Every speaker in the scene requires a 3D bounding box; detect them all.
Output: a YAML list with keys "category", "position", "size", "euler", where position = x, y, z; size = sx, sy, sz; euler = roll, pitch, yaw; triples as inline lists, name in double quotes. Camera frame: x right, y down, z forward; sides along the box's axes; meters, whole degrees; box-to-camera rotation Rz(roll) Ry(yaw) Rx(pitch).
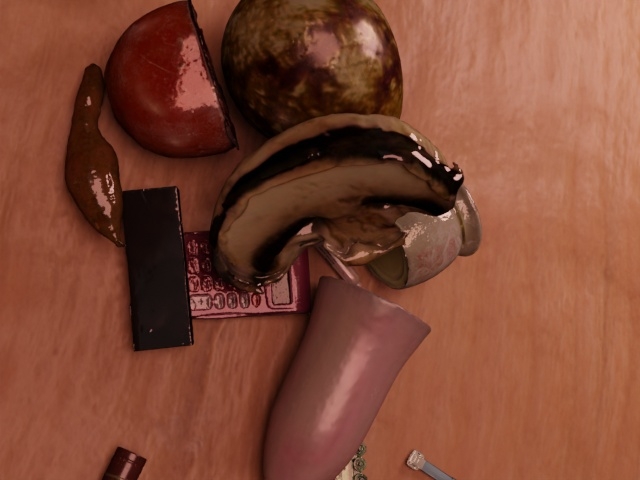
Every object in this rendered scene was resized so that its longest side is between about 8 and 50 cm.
- category: "speaker"
  position: [-0.222, 0.038, 1.593]
  size: [0.082, 0.044, 0.218]
  euler: [-7, 85, -2]

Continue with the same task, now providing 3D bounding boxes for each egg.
- category: "egg"
  position: [-0.005, -0.231, 1.618]
  size: [0.238, 0.238, 0.289]
  euler: [-41, 113, -20]

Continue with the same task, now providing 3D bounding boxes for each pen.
- category: "pen"
  position: [0.000, 0.000, 1.703]
  size: [0.026, 0.026, 0.218]
  euler: [-44, 100, -20]

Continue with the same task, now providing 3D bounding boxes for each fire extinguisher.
- category: "fire extinguisher"
  position: [-0.277, 0.355, 1.547]
  size: [0.078, 0.045, 0.157]
  euler: [37, 70, -36]

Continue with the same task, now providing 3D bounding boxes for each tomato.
- category: "tomato"
  position: [-0.210, -0.206, 1.588]
  size: [0.155, 0.181, 0.214]
  euler: [-16, 82, -4]

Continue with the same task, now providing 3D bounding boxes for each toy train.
- category: "toy train"
  position: [0.038, 0.320, 1.674]
  size: [0.053, 0.033, 0.083]
  euler: [-1, 84, -17]

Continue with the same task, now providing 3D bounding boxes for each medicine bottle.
- category: "medicine bottle"
  position: [0.140, -0.018, 1.693]
  size: [0.143, 0.147, 0.147]
  euler: [-27, 93, -24]

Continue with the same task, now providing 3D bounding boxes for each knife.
- category: "knife"
  position: [0.167, 0.342, 1.734]
  size: [0.096, 0.010, 0.027]
  euler: [35, 72, -16]

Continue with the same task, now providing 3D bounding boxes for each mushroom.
- category: "mushroom"
  position: [0.009, -0.058, 1.550]
  size: [0.247, 0.344, 0.130]
  euler: [35, 38, -39]

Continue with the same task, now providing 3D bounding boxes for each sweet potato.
- category: "sweet potato"
  position: [-0.309, -0.113, 1.575]
  size: [0.074, 0.075, 0.269]
  euler: [-4, 73, -21]

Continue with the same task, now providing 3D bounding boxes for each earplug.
- category: "earplug"
  position: [0.012, 0.219, 1.621]
  size: [0.172, 0.172, 0.301]
  euler: [29, 82, -15]

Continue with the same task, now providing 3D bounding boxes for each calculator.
- category: "calculator"
  position: [-0.107, 0.046, 1.654]
  size: [0.190, 0.034, 0.127]
  euler: [-2, 85, -15]
